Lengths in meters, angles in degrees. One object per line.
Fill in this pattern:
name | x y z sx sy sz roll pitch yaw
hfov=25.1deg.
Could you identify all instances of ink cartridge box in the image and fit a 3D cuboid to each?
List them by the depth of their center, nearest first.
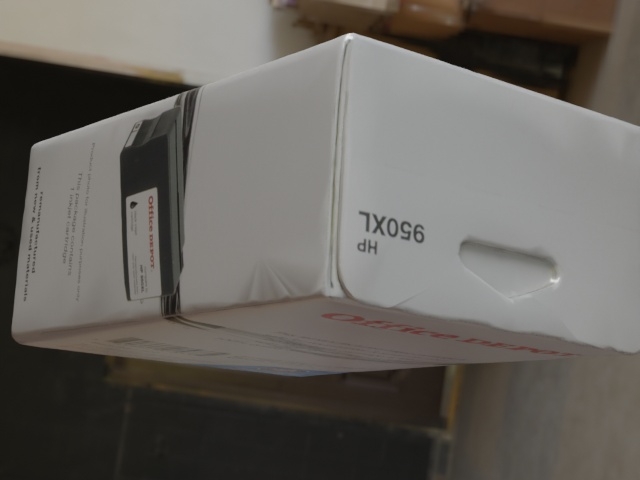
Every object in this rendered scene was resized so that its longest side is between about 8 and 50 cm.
ink cartridge box | 0.000 0.000 1.034 0.395 0.286 0.166 -10 74 51
